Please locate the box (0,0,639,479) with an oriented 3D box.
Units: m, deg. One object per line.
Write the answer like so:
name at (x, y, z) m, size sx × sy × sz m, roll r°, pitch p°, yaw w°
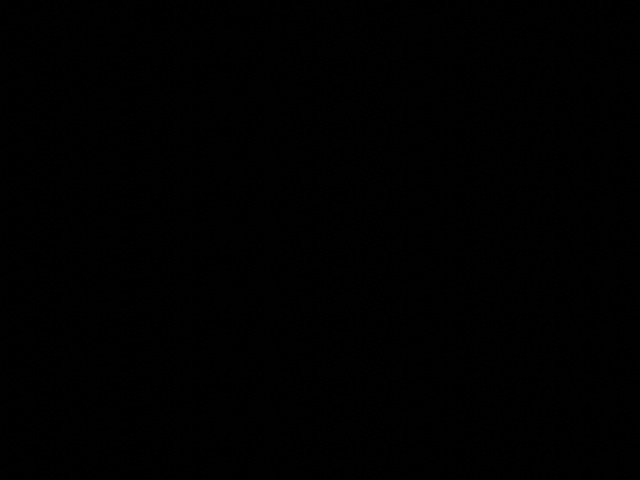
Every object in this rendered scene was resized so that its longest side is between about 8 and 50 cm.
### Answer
box at (0.000, 0.000, 0.179) m, size 0.257 × 0.319 × 0.349 m, roll 5°, pitch -38°, yaw -37°
